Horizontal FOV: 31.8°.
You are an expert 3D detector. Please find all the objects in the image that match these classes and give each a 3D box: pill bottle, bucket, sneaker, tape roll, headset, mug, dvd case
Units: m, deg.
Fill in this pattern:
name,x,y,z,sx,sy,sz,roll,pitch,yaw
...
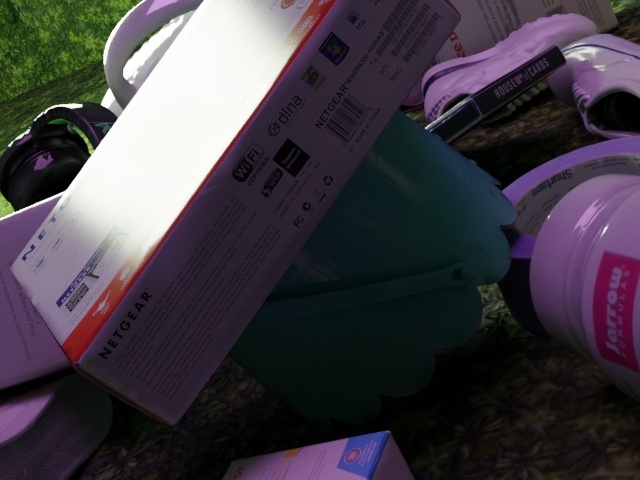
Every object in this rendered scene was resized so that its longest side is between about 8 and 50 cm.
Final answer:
name,x,y,z,sx,sy,sz,roll,pitch,yaw
pill bottle,0.261,0.042,0.675,0.160,0.160,0.283,-34,21,-16
bucket,0.000,0.000,0.937,0.281,0.183,0.281,-41,27,26
sneaker,0.304,-0.156,1.177,0.091,0.094,0.258,-31,21,-14
tape roll,0.231,-0.007,0.939,0.189,0.080,0.189,-24,20,9
headset,-0.318,-0.031,1.496,0.185,0.243,0.394,-13,-11,-40
mug,-0.130,-0.204,1.460,0.328,0.374,0.276,-28,62,9
dvd case,0.142,-0.122,1.245,0.179,0.029,0.239,-34,0,-42
sneaker,0.240,-0.198,1.393,0.235,0.090,0.095,-25,33,17
sneaker,-0.337,0.232,1.049,0.169,0.108,0.292,-17,14,30

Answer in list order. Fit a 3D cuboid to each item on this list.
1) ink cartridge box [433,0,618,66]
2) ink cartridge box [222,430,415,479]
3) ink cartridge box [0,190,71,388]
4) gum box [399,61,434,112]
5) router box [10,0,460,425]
name,x,y,z,sx,sy,sz,roll,pitch,yaw
ink cartridge box,0.248,-0.314,1.502,0.237,0.172,0.100,-27,21,1
ink cartridge box,-0.011,0.198,0.738,0.143,0.090,0.092,-17,23,29
ink cartridge box,-0.317,0.066,1.209,0.385,0.160,0.279,-18,1,22
gum box,0.106,-0.288,1.592,0.062,0.188,0.107,-18,22,22
router box,-0.085,-0.061,0.846,0.335,0.082,0.301,-55,25,-5
